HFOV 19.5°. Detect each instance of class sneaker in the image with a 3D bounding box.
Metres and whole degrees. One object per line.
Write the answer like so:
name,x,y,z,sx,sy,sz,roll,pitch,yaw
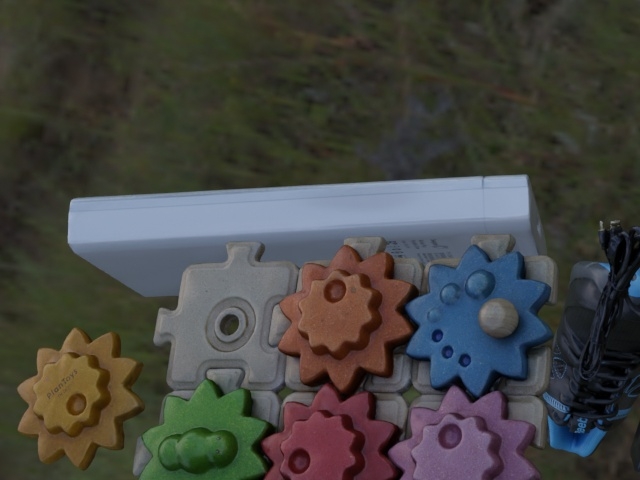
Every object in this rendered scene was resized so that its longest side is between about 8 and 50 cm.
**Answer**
sneaker,0.286,0.120,1.823,0.341,0.125,0.140,82,-156,-70

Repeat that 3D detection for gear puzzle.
gear puzzle,-0.034,0.077,1.046,0.338,0.044,0.176,-2,70,27

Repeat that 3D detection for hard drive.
hard drive,0.000,0.000,1.505,0.233,0.353,0.047,49,-141,-75

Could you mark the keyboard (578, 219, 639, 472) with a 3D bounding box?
keyboard,0.305,0.079,1.499,0.033,0.201,0.317,-69,-9,-49
